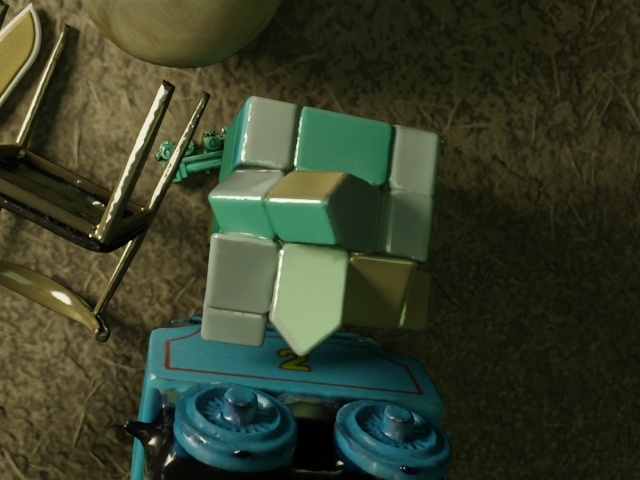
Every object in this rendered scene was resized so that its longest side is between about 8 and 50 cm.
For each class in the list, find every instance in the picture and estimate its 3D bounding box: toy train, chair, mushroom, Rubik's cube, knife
[{"bbox_3d":[-0.122,-0.088,0.794,0.092,0.029,0.045,-13,110,-9],"label":"toy train"},{"bbox_3d":[-0.238,-0.047,0.698,0.188,0.166,0.272,25,99,0],"label":"chair"},{"bbox_3d":[-0.037,0.195,0.739,0.300,0.265,0.188,8,108,-13],"label":"toy train"},{"bbox_3d":[-0.113,-0.262,0.685,0.178,0.226,0.226,19,98,-54],"label":"mushroom"},{"bbox_3d":[0.000,0.000,0.718,0.224,0.265,0.213,10,83,-13],"label":"Rubik's cube"},{"bbox_3d":[-0.346,-0.120,0.749,0.046,0.022,0.256,36,92,-10],"label":"knife"}]
